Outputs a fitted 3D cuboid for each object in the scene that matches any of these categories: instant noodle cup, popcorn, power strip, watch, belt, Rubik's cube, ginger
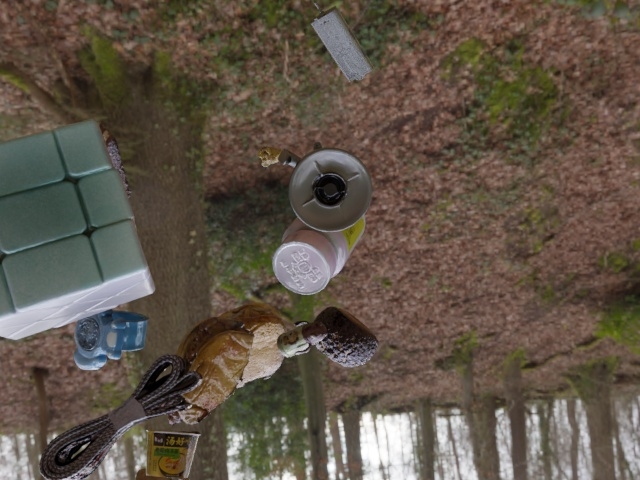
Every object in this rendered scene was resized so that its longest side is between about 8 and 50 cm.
[{"bbox_3d":[-0.411,0.585,1.667,0.151,0.122,0.151,2,161,1],"label":"instant noodle cup"},{"bbox_3d":[-0.173,-0.279,2.051,0.084,0.084,0.084,-7,-174,1],"label":"popcorn"},{"bbox_3d":[0.056,-0.595,1.803,0.092,0.268,0.034,-19,-145,33],"label":"power strip"},{"bbox_3d":[-0.581,0.259,1.723,0.211,0.211,0.193,-4,177,26],"label":"watch"},{"bbox_3d":[-0.416,0.375,1.279,0.359,0.126,0.094,-34,172,-13],"label":"belt"},{"bbox_3d":[-0.533,-0.008,1.205,0.322,0.316,0.319,-20,172,-16],"label":"Rubik's cube"},{"bbox_3d":[-0.511,0.799,1.981,0.294,0.131,0.086,-26,167,39],"label":"ginger"}]

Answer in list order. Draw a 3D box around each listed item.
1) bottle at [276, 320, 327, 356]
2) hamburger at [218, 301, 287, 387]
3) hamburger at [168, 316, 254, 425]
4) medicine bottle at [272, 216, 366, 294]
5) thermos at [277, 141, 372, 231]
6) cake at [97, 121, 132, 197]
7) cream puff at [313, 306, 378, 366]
[{"bbox_3d":[-0.033,0.179,1.134,0.101,0.063,0.047,-29,163,30],"label":"bottle"},{"bbox_3d":[-0.251,0.369,2.122,0.290,0.314,0.170,-13,-147,-21],"label":"hamburger"},{"bbox_3d":[-0.303,0.333,1.629,0.282,0.245,0.155,-20,-164,-34],"label":"hamburger"},{"bbox_3d":[0.000,0.000,1.935,0.214,0.213,0.378,-4,-155,23],"label":"medicine bottle"},{"bbox_3d":[-0.001,-0.118,1.165,0.176,0.146,0.265,32,-172,-10],"label":"thermos"},{"bbox_3d":[-0.663,-0.213,1.804,0.135,0.246,0.112,-33,-122,-27],"label":"cake"},{"bbox_3d":[0.079,0.338,2.097,0.239,0.165,0.239,37,177,3],"label":"cream puff"}]
